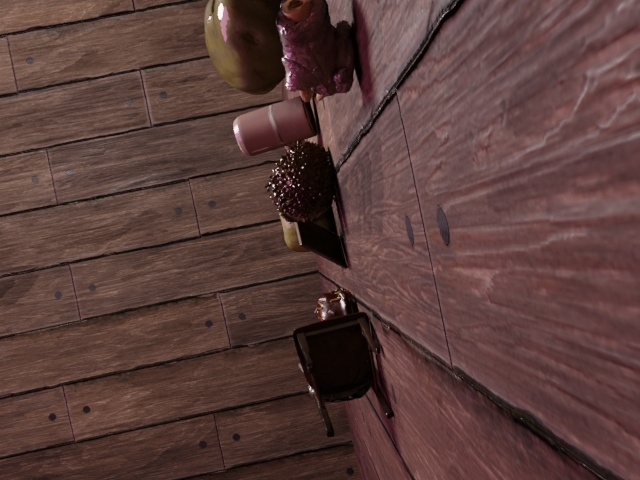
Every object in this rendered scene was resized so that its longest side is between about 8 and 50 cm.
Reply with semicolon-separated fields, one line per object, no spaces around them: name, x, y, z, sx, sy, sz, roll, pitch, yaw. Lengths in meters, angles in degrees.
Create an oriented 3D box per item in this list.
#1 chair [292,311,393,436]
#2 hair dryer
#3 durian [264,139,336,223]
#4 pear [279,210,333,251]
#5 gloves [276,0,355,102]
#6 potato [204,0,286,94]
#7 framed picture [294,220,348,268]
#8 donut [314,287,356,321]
chair;0.035;0.240;1.456;0.319;0.160;0.186;-119;14;-71
hair dryer;-0.078;-0.238;1.833;0.344;0.189;0.107;49;-153;-66
durian;-0.035;-0.135;1.592;0.196;0.166;0.196;-171;90;-71
pear;-0.035;-0.054;1.856;0.167;0.136;0.167;-13;-90;-90
gloves;-0.003;-0.244;0.905;0.144;0.094;0.111;37;-134;-64
potato;-0.151;-0.467;1.610;0.326;0.220;0.243;116;136;-65
framed picture;0.000;0.000;1.670;0.149;0.011;0.109;28;-149;-34
donut;0.045;0.219;1.738;0.230;0.095;0.216;-121;20;-80
